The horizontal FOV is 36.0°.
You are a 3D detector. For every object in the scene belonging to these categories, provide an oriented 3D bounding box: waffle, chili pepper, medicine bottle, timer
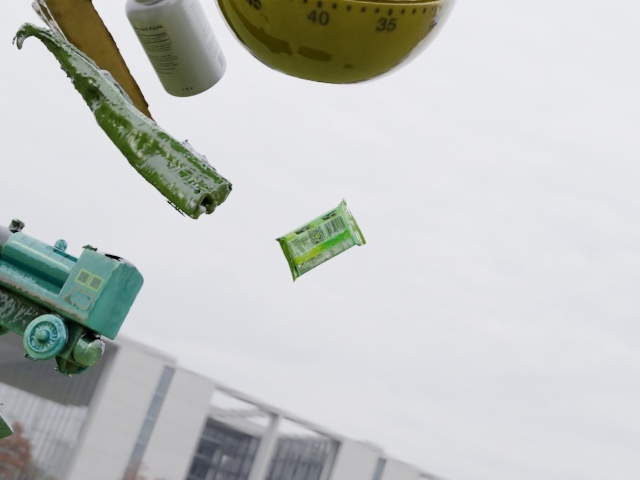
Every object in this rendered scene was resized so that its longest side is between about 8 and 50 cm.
[{"bbox_3d":[-0.398,-0.340,1.615,0.304,0.077,0.348,45,-15,43],"label":"waffle"},{"bbox_3d":[-0.268,-0.162,1.317,0.359,0.085,0.076,42,-33,10],"label":"chili pepper"},{"bbox_3d":[-0.320,-0.461,2.119,0.157,0.157,0.289,7,-39,30],"label":"medicine bottle"},{"bbox_3d":[0.029,-0.405,1.264,0.376,0.376,0.387,15,-63,11],"label":"timer"}]

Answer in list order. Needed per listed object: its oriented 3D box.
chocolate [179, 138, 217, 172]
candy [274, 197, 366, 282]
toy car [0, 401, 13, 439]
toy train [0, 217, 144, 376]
[{"bbox_3d":[-0.336,-0.185,2.409,0.156,0.133,0.156,-16,-37,-12],"label":"chocolate"},{"bbox_3d":[0.000,0.000,1.916,0.032,0.178,0.102,8,-56,62],"label":"candy"},{"bbox_3d":[-0.596,0.275,1.595,0.097,0.141,0.321,51,-20,26],"label":"toy car"},{"bbox_3d":[-0.428,0.077,1.504,0.298,0.194,0.120,22,-12,23],"label":"toy train"}]
